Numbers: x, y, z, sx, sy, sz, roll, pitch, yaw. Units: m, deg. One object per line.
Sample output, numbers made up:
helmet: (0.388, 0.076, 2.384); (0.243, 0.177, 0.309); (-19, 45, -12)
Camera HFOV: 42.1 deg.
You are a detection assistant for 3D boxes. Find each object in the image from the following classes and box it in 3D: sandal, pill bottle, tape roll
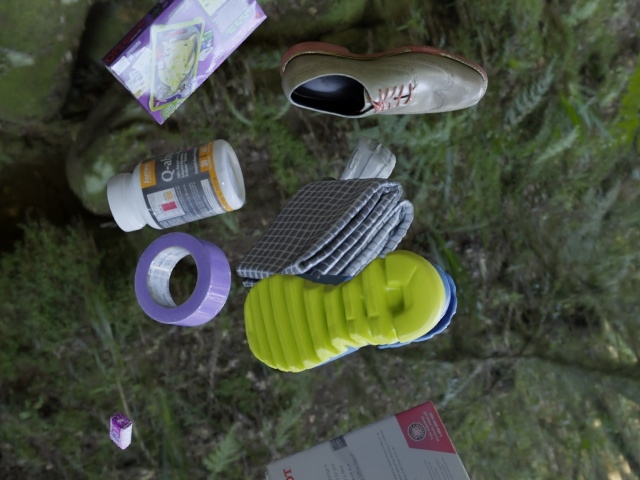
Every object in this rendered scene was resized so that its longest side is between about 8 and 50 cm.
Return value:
sandal: (0.039, 0.089, 1.013); (0.317, 0.126, 0.138); (-10, 173, 38)
pill bottle: (-0.321, -0.117, 1.861); (0.278, 0.162, 0.162); (-14, 178, 8)
tape roll: (-0.286, 0.081, 1.725); (0.189, 0.189, 0.080); (-17, 164, 21)

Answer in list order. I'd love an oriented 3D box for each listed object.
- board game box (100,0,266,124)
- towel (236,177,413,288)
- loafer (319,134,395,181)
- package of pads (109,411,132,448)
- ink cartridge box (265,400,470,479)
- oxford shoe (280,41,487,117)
board game box: (-0.289, -0.439, 1.799); (0.347, 0.056, 0.208); (-47, 140, -6)
towel: (0.000, 0.000, 1.490); (0.235, 0.121, 0.284); (3, -136, 50)
loafer: (0.039, -0.099, 1.873); (0.319, 0.111, 0.112); (-50, -176, 22)
package of pads: (-0.468, 0.446, 1.948); (0.032, 0.050, 0.083); (-36, 152, -43)
ink cartridge box: (0.082, 0.396, 1.253); (0.283, 0.207, 0.117); (-21, 135, -2)
oxford shoe: (0.106, -0.242, 1.367); (0.348, 0.123, 0.130); (1, -140, -2)
